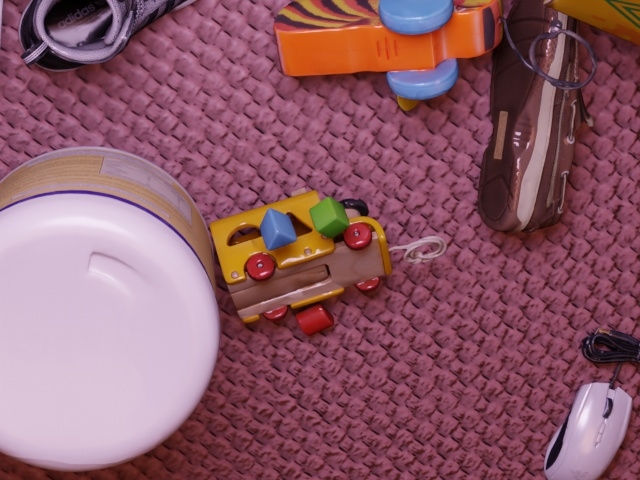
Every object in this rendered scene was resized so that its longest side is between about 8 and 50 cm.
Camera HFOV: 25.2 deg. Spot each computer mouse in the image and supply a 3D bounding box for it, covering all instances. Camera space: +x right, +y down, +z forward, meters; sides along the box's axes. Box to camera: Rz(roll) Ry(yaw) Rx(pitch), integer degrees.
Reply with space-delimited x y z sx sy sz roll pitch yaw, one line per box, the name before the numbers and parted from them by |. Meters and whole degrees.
computer mouse | 0.307 0.193 1.553 0.106 0.042 0.193 19 101 -11

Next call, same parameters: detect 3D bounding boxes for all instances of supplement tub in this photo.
supplement tub | -0.215 0.045 1.312 0.241 0.331 0.241 -1 104 -5

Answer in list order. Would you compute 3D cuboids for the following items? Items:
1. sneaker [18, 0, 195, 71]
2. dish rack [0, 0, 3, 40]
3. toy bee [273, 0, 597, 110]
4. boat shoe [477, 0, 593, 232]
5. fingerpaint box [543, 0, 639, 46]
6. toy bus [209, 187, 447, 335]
sneaker | -0.169 -0.242 1.336 0.268 0.153 0.101 -36 105 4
dish rack | -0.433 -0.301 1.337 0.285 0.072 0.333 5 103 -8
toy bee | 0.114 -0.208 1.395 0.298 0.162 0.195 20 133 2
boat shoe | 0.228 -0.134 1.448 0.095 0.095 0.257 4 105 -28
fingerpaint box | 0.456 -0.355 1.290 0.371 0.163 0.445 21 79 -8
toy bus | -0.012 0.001 1.441 0.202 0.104 0.191 11 138 -39
